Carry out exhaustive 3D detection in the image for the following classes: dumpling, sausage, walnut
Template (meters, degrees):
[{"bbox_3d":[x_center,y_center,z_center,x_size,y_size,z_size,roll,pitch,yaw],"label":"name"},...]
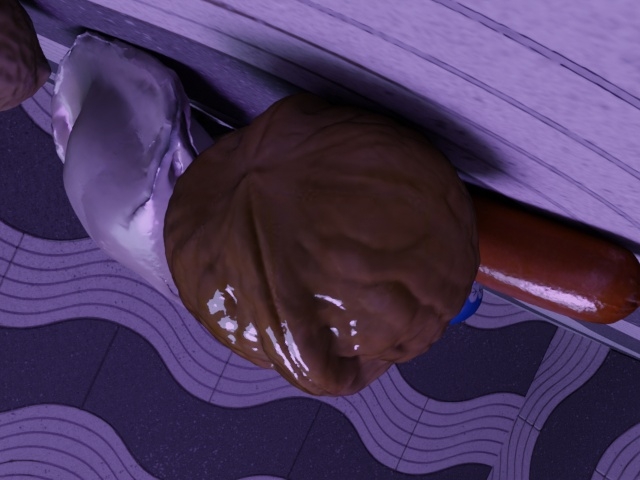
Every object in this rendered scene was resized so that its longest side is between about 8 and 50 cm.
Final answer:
[{"bbox_3d":[-0.221,-0.076,0.784,0.260,0.181,0.341,36,169,20],"label":"dumpling"},{"bbox_3d":[0.171,0.012,0.551,0.197,0.076,0.076,23,179,34],"label":"sausage"},{"bbox_3d":[0.000,0.000,0.470,0.228,0.228,0.228,25,180,0],"label":"walnut"}]

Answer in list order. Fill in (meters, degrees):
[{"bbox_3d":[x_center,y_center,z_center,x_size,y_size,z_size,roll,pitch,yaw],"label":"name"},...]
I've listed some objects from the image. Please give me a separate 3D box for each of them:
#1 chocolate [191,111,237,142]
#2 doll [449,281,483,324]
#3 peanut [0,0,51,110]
[{"bbox_3d":[-0.119,-0.091,0.916,0.221,0.221,0.147,25,152,-34],"label":"chocolate"},{"bbox_3d":[0.276,0.083,1.575,0.257,0.161,0.215,43,-157,28],"label":"doll"},{"bbox_3d":[-0.373,-0.204,0.583,0.159,0.143,0.291,24,-177,10],"label":"peanut"}]
